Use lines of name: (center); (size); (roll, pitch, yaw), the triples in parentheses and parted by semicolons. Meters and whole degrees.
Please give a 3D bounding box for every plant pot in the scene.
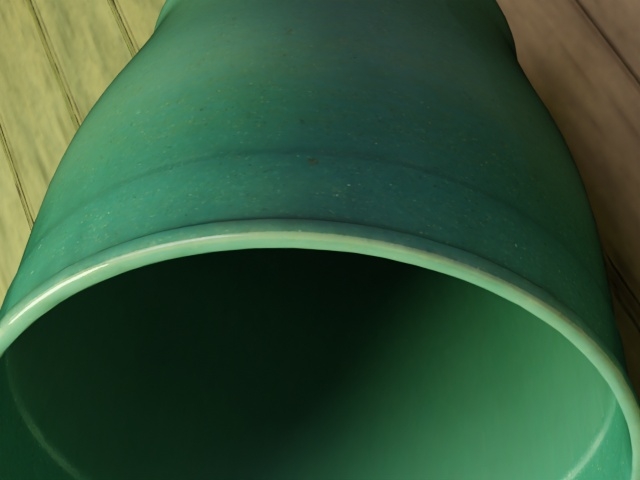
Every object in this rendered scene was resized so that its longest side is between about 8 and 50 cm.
plant pot: (0.000, 0.000, 0.771); (0.271, 0.271, 0.255); (-30, 37, 31)
